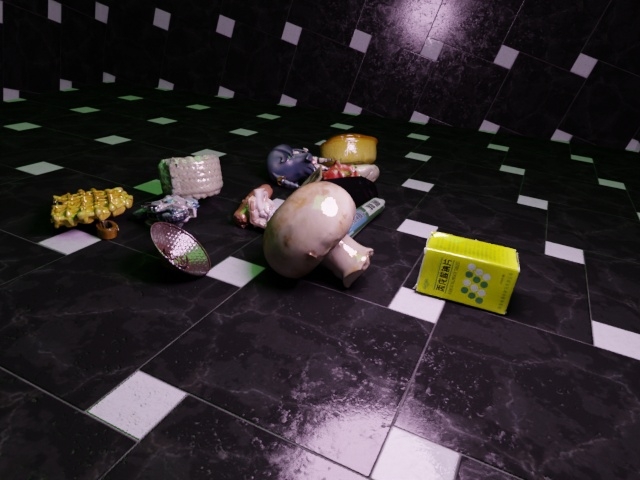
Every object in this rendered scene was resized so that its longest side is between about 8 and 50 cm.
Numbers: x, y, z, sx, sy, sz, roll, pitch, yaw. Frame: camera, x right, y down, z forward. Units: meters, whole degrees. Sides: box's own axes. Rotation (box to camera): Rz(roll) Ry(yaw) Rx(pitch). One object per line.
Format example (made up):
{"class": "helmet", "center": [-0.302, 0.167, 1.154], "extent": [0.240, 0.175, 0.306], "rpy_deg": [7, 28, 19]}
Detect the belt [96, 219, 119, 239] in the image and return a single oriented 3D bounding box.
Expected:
{"class": "belt", "center": [-0.639, -0.034, 1.400], "extent": [0.059, 0.036, 0.083], "rpy_deg": [-10, 30, -31]}

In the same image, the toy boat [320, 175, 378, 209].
{"class": "toy boat", "center": [0.076, -0.160, 1.736], "extent": [0.298, 0.134, 0.092], "rpy_deg": [-8, -3, -34]}

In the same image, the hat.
{"class": "hat", "center": [-0.394, 0.045, 1.253], "extent": [0.193, 0.082, 0.193], "rpy_deg": [41, 17, -15]}

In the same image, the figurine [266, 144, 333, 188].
{"class": "figurine", "center": [-0.097, -0.302, 1.916], "extent": [0.265, 0.175, 0.197], "rpy_deg": [15, 31, 35]}

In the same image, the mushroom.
{"class": "mushroom", "center": [0.000, 0.000, 1.273], "extent": [0.290, 0.297, 0.297], "rpy_deg": [44, 28, -6]}

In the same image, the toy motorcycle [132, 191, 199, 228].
{"class": "toy motorcycle", "center": [-0.460, -0.103, 1.495], "extent": [0.239, 0.108, 0.204], "rpy_deg": [24, 31, 33]}

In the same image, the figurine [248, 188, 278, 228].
{"class": "figurine", "center": [-0.109, -0.084, 1.492], "extent": [0.236, 0.141, 0.162], "rpy_deg": [16, 23, 20]}

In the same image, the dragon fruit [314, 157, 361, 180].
{"class": "dragon fruit", "center": [0.049, -0.228, 1.826], "extent": [0.235, 0.135, 0.137], "rpy_deg": [-23, 61, -14]}

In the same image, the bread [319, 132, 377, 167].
{"class": "bread", "center": [0.127, -0.397, 2.100], "extent": [0.269, 0.148, 0.270], "rpy_deg": [-3, -2, 0]}

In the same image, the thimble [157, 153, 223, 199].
{"class": "thimble", "center": [-0.457, -0.223, 1.646], "extent": [0.219, 0.150, 0.219], "rpy_deg": [-6, 12, 1]}

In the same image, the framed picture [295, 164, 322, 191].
{"class": "framed picture", "center": [-0.065, -0.176, 1.661], "extent": [0.010, 0.201, 0.136], "rpy_deg": [40, 20, -18]}

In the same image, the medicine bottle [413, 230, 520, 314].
{"class": "medicine bottle", "center": [0.393, 0.083, 1.262], "extent": [0.250, 0.137, 0.141], "rpy_deg": [14, 27, 14]}

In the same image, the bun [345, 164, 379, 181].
{"class": "bun", "center": [0.159, -0.271, 1.976], "extent": [0.183, 0.102, 0.183], "rpy_deg": [-2, 7, 0]}

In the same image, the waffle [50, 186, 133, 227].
{"class": "waffle", "center": [-0.739, -0.106, 1.469], "extent": [0.283, 0.065, 0.309], "rpy_deg": [4, 20, 17]}

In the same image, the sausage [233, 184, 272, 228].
{"class": "sausage", "center": [-0.235, -0.130, 1.640], "extent": [0.078, 0.078, 0.304], "rpy_deg": [8, 25, 5]}

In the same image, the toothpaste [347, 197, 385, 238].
{"class": "toothpaste", "center": [0.133, -0.078, 1.622], "extent": [0.098, 0.061, 0.392], "rpy_deg": [31, 35, 18]}
